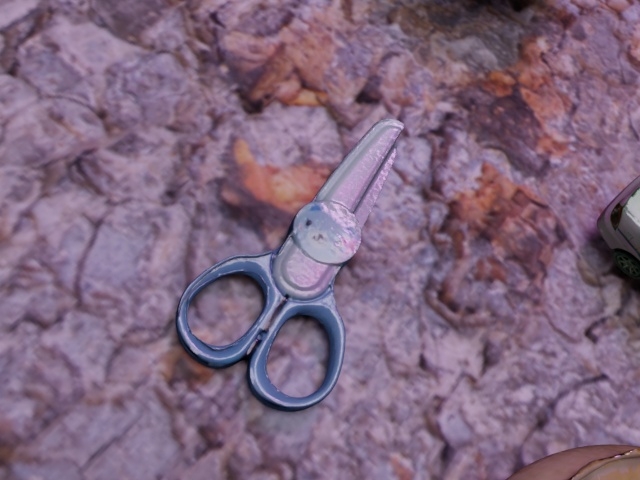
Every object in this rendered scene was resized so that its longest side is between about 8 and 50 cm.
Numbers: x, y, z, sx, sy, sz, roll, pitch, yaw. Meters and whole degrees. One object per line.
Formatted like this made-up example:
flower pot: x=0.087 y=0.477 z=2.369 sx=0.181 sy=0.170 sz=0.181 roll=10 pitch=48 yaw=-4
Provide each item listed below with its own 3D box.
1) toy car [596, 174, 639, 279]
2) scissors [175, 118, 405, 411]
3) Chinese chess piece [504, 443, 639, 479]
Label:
toy car: x=0.343 y=0.035 z=0.600 sx=0.090 sy=0.076 sz=0.224 roll=-41 pitch=82 yaw=-12
scissors: x=0.000 y=0.000 z=0.543 sx=0.125 sy=0.030 sz=0.256 roll=32 pitch=63 yaw=-1
Chinese chess piece: x=0.200 y=0.261 z=0.445 sx=0.257 sy=0.104 sz=0.257 roll=7 pitch=65 yaw=-15
